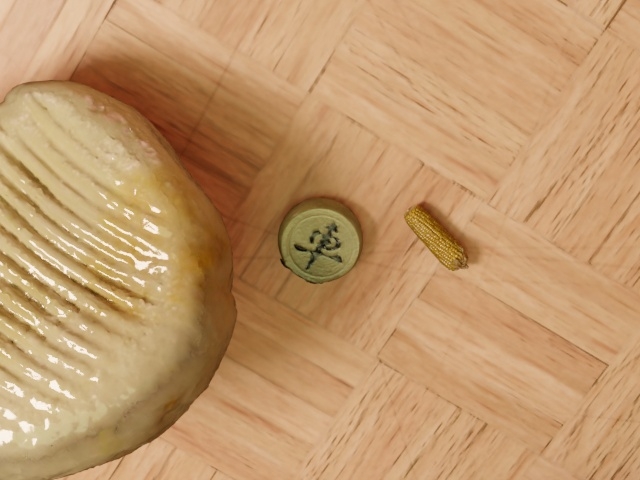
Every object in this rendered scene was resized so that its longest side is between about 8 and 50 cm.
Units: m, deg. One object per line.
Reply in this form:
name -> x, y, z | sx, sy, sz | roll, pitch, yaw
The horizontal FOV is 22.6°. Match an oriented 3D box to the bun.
bun -> -0.250, 0.048, 1.465 | 0.365, 0.219, 0.365 | -2, 76, 9

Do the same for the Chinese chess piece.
Chinese chess piece -> 0.000, 0.000, 1.552 | 0.084, 0.034, 0.084 | 1, 110, 3

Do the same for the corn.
corn -> 0.114, 0.000, 1.547 | 0.027, 0.028, 0.083 | -45, 103, -3
